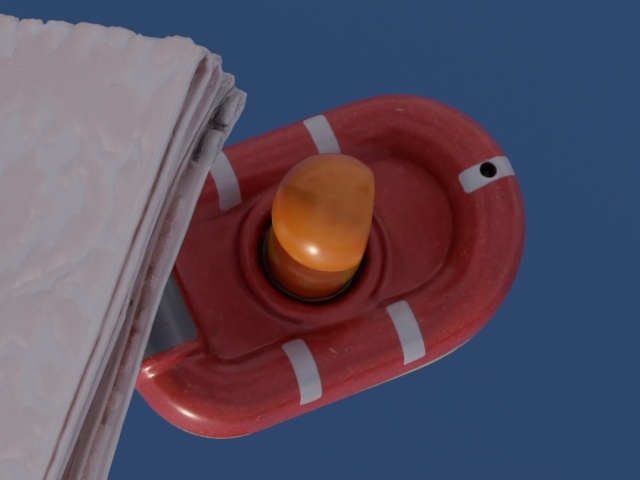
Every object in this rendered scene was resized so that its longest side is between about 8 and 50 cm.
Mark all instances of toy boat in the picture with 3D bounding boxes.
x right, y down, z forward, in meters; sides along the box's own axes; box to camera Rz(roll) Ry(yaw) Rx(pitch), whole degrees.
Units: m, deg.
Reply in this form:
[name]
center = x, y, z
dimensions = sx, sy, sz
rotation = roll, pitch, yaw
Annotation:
[toy boat]
center = 0.000, 0.000, 1.023
dimensions = 0.231, 0.151, 0.151
rotation = -21, -103, -17

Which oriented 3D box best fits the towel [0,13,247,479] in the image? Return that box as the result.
[towel]
center = -0.197, 0.038, 0.979
dimensions = 0.053, 0.332, 0.317
rotation = 26, -98, -43
